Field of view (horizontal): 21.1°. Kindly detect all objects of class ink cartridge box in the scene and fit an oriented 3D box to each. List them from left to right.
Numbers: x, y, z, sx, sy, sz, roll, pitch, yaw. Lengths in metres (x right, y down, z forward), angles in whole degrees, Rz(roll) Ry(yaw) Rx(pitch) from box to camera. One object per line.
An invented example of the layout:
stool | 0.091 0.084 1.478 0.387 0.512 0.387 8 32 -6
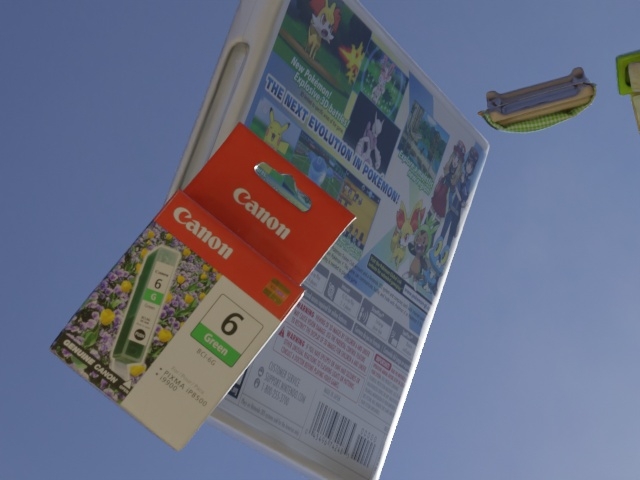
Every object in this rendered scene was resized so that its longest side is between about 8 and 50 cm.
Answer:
ink cartridge box | -0.042 0.016 0.648 0.063 0.029 0.115 39 -98 -3

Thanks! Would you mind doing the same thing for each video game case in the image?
video game case | 0.000 0.000 1.192 0.036 0.300 0.329 11 -15 32

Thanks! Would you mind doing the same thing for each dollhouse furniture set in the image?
dollhouse furniture set | 0.164 -0.066 0.927 0.151 0.076 0.059 -15 -78 7
